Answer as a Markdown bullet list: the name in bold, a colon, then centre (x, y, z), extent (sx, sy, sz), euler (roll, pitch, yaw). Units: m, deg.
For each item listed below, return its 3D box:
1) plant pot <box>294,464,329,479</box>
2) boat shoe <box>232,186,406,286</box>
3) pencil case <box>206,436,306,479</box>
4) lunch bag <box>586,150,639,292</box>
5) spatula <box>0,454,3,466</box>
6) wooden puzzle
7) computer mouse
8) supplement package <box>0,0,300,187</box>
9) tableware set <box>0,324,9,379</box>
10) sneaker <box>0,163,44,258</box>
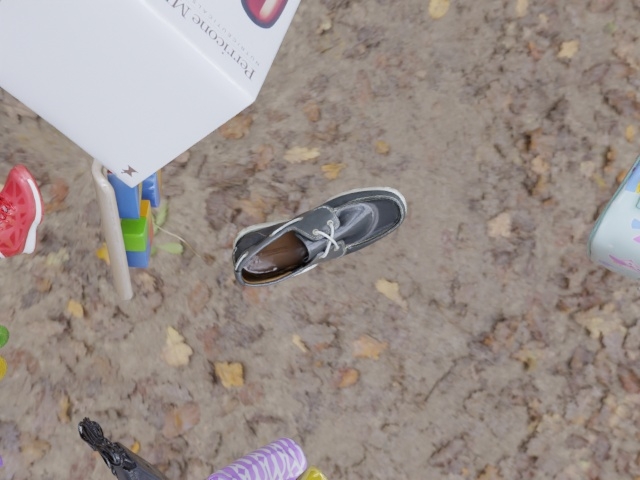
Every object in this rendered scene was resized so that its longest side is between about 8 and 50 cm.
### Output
- **plant pot**: centre (-0.032, 0.359, 0.645), extent (0.187, 0.212, 0.212), euler (-41, 85, 13)
- **boat shoe**: centre (0.000, 0.000, 0.969), extent (0.233, 0.079, 0.084), euler (-19, 112, 6)
- **pencil case**: centre (-0.109, 0.408, 1.323), extent (0.088, 0.206, 0.086), euler (42, 119, 21)
- **lunch bag**: centre (0.392, -0.076, 0.822), extent (0.108, 0.224, 0.279), euler (30, 91, 18)
- **spatula**: centre (-0.670, 0.398, 1.487), extent (0.030, 0.296, 0.084), euler (-24, 78, -16)
- **wooden puzzle**: centre (-0.352, -0.114, 1.449), extent (0.080, 0.348, 0.322), euler (-1, 138, -6)
- **computer mouse**: centre (-0.412, 0.499, 1.659), extent (0.072, 0.188, 0.272), euler (-50, 127, -15)
- **supplement package**: centre (-0.097, -0.181, 0.514), extent (0.139, 0.134, 0.244), euler (40, 46, -26)
- **tableware set**: centre (-0.492, 0.187, 1.069), extent (0.104, 0.024, 0.154), euler (9, 100, -40)
- **sneaker**: centre (-0.592, -0.036, 1.428), extent (0.128, 0.087, 0.221), euler (-26, 148, -39)
